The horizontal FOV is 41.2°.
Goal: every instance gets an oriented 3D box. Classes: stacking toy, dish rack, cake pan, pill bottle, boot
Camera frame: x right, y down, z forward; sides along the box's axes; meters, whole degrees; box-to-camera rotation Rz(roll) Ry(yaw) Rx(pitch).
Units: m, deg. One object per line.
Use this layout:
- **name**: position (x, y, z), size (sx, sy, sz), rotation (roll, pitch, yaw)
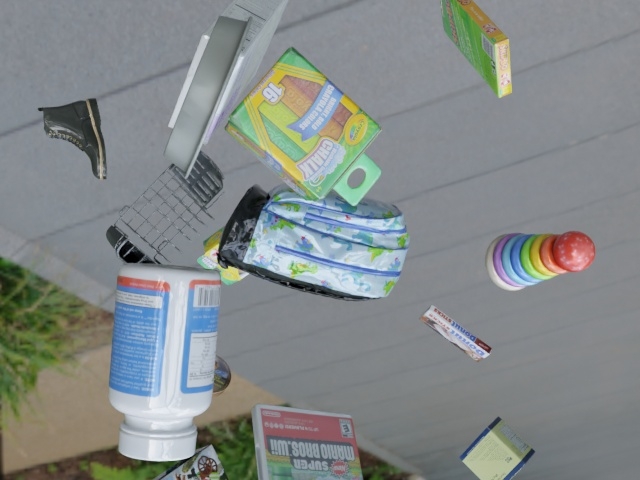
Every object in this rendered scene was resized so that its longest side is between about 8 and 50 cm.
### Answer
- **stacking toy**: position (0.506, 0.034, 1.944), size (0.141, 0.141, 0.330), rotation (-4, 174, -16)
- **dish rack**: position (-0.300, -0.052, 1.741), size (0.271, 0.074, 0.208), rotation (-47, 154, -7)
- **cake pan**: position (-0.193, -0.248, 1.431), size (0.054, 0.293, 0.293), rotation (22, 146, -11)
- **pill bottle**: position (-0.187, 0.141, 1.012), size (0.124, 0.222, 0.124), rotation (5, 179, 0)
- **boot**: position (-0.581, -0.231, 2.008), size (0.136, 0.198, 0.077), rotation (-10, 168, -17)

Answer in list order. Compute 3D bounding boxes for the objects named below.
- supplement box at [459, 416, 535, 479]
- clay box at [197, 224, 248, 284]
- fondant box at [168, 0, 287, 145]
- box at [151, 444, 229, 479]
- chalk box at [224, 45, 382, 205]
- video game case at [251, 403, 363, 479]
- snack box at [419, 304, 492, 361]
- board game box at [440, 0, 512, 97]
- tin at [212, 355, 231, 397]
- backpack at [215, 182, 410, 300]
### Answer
- **supplement box**: position (0.294, 0.357, 1.415), size (0.056, 0.083, 0.083), rotation (-17, 146, -56)
- **clay box**: position (-0.172, 0.005, 1.995), size (0.222, 0.053, 0.127), rotation (-33, 130, 16)
- **fondant box**: position (-0.188, -0.387, 1.798), size (0.096, 0.330, 0.238), rotation (29, 130, -3)
- **box**: position (-0.230, 0.461, 1.403), size (0.044, 0.159, 0.233), rotation (-28, 179, 35)
- **chalk box**: position (-0.010, -0.139, 1.173), size (0.132, 0.213, 0.132), rotation (-51, -172, -5)
- **video game case**: position (-0.012, 0.425, 1.474), size (0.204, 0.285, 0.025), rotation (13, 138, -28)
- **snack box**: position (0.323, 0.223, 2.038), size (0.178, 0.022, 0.064), rotation (36, 149, 1)
- **board game box**: position (0.292, -0.395, 1.632), size (0.039, 0.259, 0.124), rotation (-24, 137, -5)
- **tin**: position (-0.301, 0.300, 1.985), size (0.189, 0.106, 0.040), rotation (26, 131, -7)
- **backpack**: position (0.000, 0.000, 1.708), size (0.355, 0.273, 0.290), rotation (30, -177, -3)
